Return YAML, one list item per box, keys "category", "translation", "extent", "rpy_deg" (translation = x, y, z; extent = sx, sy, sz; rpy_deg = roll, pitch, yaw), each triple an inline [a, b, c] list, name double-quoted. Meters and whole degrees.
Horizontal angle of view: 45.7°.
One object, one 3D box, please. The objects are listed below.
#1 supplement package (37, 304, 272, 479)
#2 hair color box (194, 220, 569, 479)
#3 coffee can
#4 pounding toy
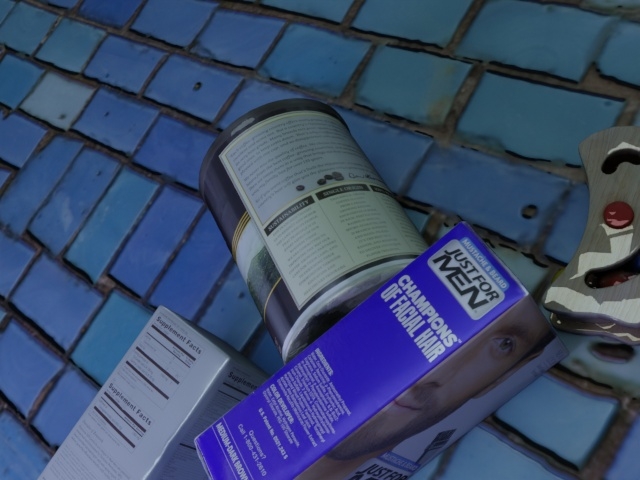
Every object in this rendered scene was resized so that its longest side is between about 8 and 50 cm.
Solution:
- category: "supplement package"
  translation: [-0.181, 0.225, 0.890]
  extent: [0.134, 0.139, 0.244]
  rpy_deg: [29, 81, 36]
- category: "hair color box"
  translation: [0.067, 0.155, 0.757]
  extent: [0.339, 0.185, 0.110]
  rpy_deg: [-41, 53, 6]
- category: "coffee can"
  translation: [0.000, 0.000, 0.864]
  extent: [0.201, 0.201, 0.275]
  rpy_deg: [-37, 53, 8]
- category: "pounding toy"
  translation: [0.304, -0.038, 0.740]
  extent: [0.154, 0.155, 0.269]
  rpy_deg: [32, 84, 33]
